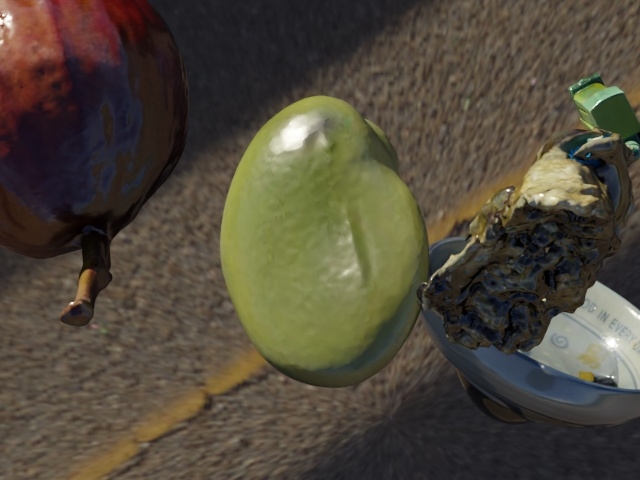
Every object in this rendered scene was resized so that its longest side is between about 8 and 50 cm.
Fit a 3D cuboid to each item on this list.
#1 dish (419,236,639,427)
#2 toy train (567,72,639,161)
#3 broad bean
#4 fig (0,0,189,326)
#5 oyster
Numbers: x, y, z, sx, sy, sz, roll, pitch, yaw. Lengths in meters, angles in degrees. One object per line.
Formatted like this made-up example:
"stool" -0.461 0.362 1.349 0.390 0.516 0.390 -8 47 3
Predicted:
"dish" 0.205 0.121 1.593 0.273 0.273 0.134 24 113 5
"toy train" 0.270 -0.110 1.514 0.050 0.122 0.081 -30 108 3
"broad bean" 0.000 0.000 1.411 0.189 0.121 0.263 -15 60 14
"fig" -0.107 -0.050 0.670 0.150 0.128 0.128 32 85 40
"oyster" 0.174 0.003 1.185 0.223 0.214 0.083 -20 63 -43
